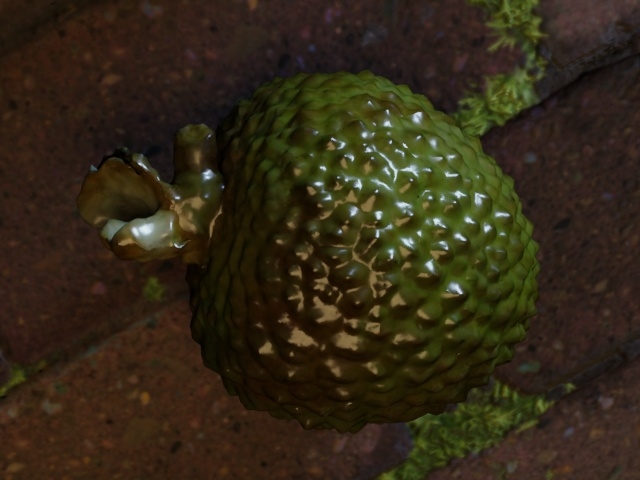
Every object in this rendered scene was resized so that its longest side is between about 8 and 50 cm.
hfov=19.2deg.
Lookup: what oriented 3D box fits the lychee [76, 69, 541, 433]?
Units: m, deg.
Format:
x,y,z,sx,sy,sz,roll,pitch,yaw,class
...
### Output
x,y,z,sx,sy,sz,roll,pitch,yaw,class
0.010,0.003,1.402,0.270,0.270,0.320,-43,128,11,lychee
